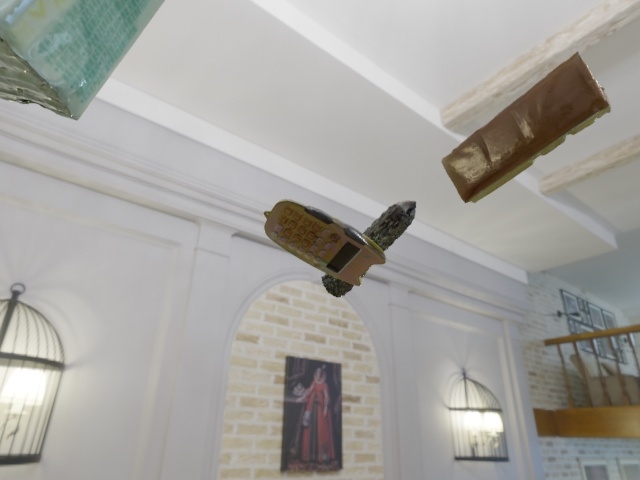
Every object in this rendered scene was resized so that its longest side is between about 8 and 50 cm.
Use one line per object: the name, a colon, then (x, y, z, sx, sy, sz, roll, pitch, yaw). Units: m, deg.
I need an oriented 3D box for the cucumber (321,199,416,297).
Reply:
cucumber: (0.144, 0.021, 1.203, 0.096, 0.096, 0.359, 22, -57, -35)

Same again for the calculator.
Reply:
calculator: (0.000, 0.000, 0.796, 0.236, 0.033, 0.157, 29, -35, -7)

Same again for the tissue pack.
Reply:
tissue pack: (-0.342, -0.363, 0.534, 0.287, 0.388, 0.162, 15, -22, 16)

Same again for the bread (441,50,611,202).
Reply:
bread: (0.457, -0.239, 0.967, 0.077, 0.138, 0.361, 2, -31, -42)
